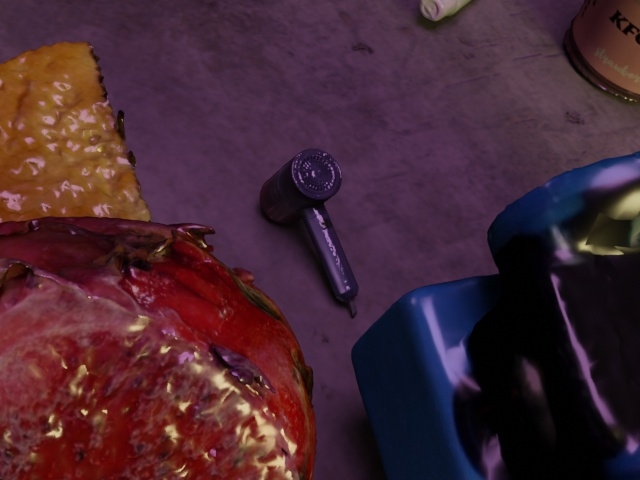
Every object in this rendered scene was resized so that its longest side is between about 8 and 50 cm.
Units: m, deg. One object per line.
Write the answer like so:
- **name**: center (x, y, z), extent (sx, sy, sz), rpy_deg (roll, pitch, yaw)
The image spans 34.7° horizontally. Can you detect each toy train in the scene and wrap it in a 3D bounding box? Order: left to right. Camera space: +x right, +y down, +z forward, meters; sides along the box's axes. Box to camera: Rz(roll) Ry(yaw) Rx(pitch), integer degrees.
- **toy train**: center (0.193, 0.075, 0.551), extent (0.300, 0.265, 0.188), rpy_deg (-6, 66, -23)

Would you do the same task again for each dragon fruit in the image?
- **dragon fruit**: center (-0.111, 0.093, 0.441), extent (0.282, 0.211, 0.147), rpy_deg (45, 9, -24)

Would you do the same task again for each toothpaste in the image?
- **toothpaste**: center (0.150, -0.257, 0.954), extent (0.052, 0.033, 0.218), rpy_deg (37, 47, 8)

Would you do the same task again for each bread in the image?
- **bread**: center (-0.161, -0.003, 0.581), extent (0.139, 0.143, 0.229), rpy_deg (-8, 53, -24)

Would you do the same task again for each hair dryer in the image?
- **hair dryer**: center (0.000, 0.000, 0.695), extent (0.037, 0.063, 0.114), rpy_deg (-19, 83, -29)

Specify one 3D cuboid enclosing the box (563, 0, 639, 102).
- **box**: center (0.296, -0.204, 0.888), extent (0.151, 0.135, 0.151), rpy_deg (10, 52, -13)
